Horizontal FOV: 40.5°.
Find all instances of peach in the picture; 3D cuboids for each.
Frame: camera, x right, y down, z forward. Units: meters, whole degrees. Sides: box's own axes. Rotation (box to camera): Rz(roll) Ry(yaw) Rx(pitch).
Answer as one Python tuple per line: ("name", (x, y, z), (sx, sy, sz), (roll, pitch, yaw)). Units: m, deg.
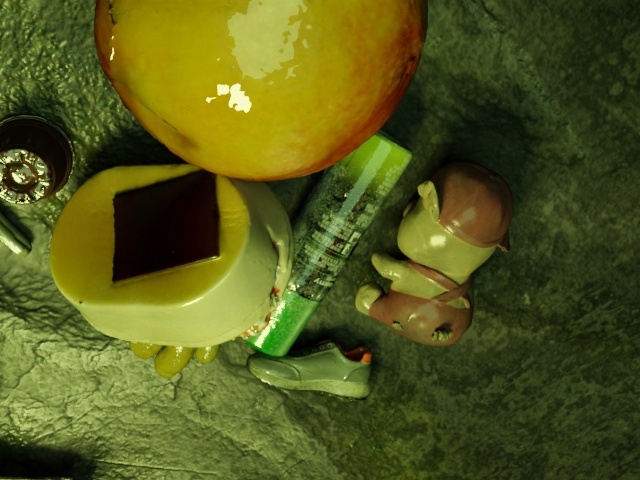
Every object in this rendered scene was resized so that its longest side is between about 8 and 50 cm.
("peach", (-0.067, -0.243, 0.945), (0.372, 0.290, 0.373), (-3, 111, -7))

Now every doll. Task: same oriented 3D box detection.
("doll", (-0.171, 0.095, 1.173), (0.209, 0.097, 0.137), (-42, 82, 22))
("doll", (0.166, 0.011, 1.173), (0.152, 0.196, 0.256), (28, 110, 17))

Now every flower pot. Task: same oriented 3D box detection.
("flower pot", (-0.355, -0.090, 1.046), (0.111, 0.089, 0.111), (-4, 111, -11))

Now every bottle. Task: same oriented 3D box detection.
("bottle", (0.000, 0.000, 1.159), (0.093, 0.093, 0.330), (27, 102, -21))

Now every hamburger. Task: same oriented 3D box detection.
("hamburger", (-0.179, 0.013, 1.050), (0.295, 0.151, 0.227), (1, 75, 25))

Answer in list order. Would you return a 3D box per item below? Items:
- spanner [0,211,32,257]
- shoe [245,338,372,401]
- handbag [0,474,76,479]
("spanner", (-0.489, -0.079, 1.047), (0.095, 0.040, 0.325), (-37, 115, 4))
("shoe", (-0.012, 0.175, 1.242), (0.194, 0.074, 0.077), (15, 95, -20))
("handbag", (-0.517, 0.427, 1.140), (0.358, 0.160, 0.237), (10, 120, -27))
